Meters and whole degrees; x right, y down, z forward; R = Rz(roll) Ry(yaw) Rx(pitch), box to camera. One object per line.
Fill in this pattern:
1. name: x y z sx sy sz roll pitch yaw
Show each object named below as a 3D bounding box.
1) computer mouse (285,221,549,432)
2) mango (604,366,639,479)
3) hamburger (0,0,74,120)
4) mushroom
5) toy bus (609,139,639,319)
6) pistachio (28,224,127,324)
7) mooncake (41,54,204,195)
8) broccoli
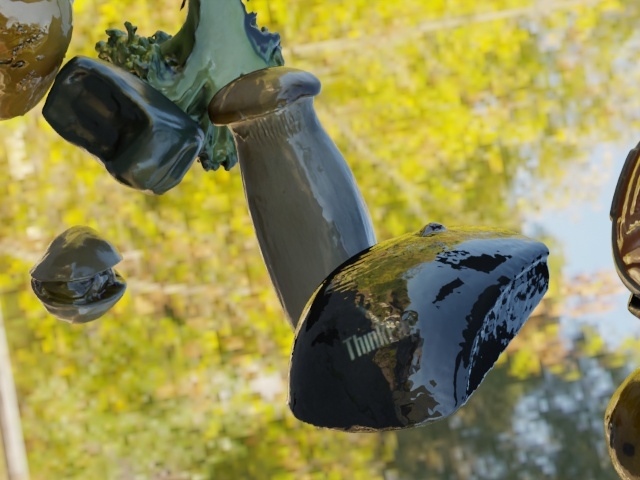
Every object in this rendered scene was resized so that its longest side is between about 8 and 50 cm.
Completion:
1. computer mouse: 0.073 0.055 1.373 0.269 0.170 0.100 -45 131 -51
2. mango: 0.409 0.223 1.493 0.329 0.176 0.175 39 -3 3
3. hamburger: -0.423 -0.264 1.812 0.284 0.304 0.174 127 -33 -47
4. mushroom: -0.001 0.005 1.838 0.407 0.137 0.154 66 22 -11
5. toy bus: 0.376 -0.014 1.301 0.232 0.288 0.194 76 34 -76
6. pistachio: -0.273 0.040 1.859 0.149 0.113 0.113 -49 129 -79
7. mooncake: -0.216 -0.124 1.804 0.168 0.104 0.175 36 5 -33
8. broccoli: -0.168 -0.227 2.012 0.180 0.242 0.273 17 -56 46
